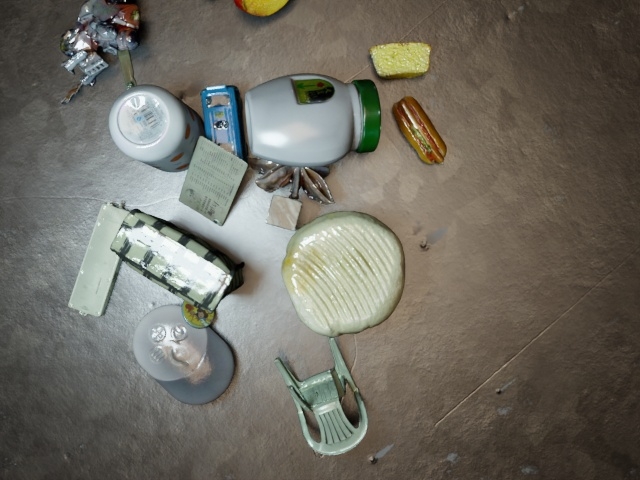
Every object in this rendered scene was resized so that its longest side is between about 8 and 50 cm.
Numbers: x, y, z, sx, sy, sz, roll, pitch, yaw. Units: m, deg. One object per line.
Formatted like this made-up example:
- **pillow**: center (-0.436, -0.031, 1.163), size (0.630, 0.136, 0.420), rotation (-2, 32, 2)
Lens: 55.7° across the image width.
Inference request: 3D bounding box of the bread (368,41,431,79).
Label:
- **bread**: center (0.237, -0.536, 1.807), size (0.187, 0.065, 0.103), rotation (-6, 93, 0)

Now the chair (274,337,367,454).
- **chair**: center (0.008, 0.463, 1.776), size (0.203, 0.190, 0.274), rotation (-24, 119, 2)

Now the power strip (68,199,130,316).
- **power strip**: center (-0.659, 0.052, 1.842), size (0.106, 0.043, 0.367), rotation (19, 92, 0)

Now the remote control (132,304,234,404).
- **remote control**: center (-0.409, 0.341, 1.814), size (0.332, 0.103, 0.221), rotation (43, 84, -2)

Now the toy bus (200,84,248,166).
- **toy bus**: center (-0.284, -0.335, 1.783), size (0.113, 0.134, 0.246), rotation (-6, 92, 1)

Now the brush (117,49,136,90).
- **brush**: center (-0.583, -0.495, 1.837), size (0.034, 0.027, 0.190), rotation (-12, 90, -1)

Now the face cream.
- **face cream**: center (-0.026, -0.341, 1.713), size (0.357, 0.219, 0.312), rotation (-5, 49, -11)

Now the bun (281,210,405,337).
- **bun**: center (0.070, 0.092, 1.744), size (0.365, 0.219, 0.365), rotation (0, 90, -1)

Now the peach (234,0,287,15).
- **peach**: center (-0.167, -0.748, 1.748), size (0.190, 0.190, 0.192), rotation (7, 79, 1)

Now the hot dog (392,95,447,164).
- **hot dog**: center (0.301, -0.324, 1.811), size (0.092, 0.062, 0.235), rotation (-37, 91, -2)

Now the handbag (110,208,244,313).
- **handbag**: center (-0.379, 0.052, 1.698), size (0.325, 0.327, 0.162), rotation (32, 93, 1)

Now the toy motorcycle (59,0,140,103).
- **toy motorcycle**: center (-0.664, -0.570, 1.785), size (0.401, 0.134, 0.207), rotation (-43, 78, 4)

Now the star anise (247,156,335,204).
- **star anise**: center (-0.089, -0.191, 1.785), size (0.257, 0.110, 0.198), rotation (5, 49, -10)

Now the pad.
- **pad**: center (-0.320, -0.166, 1.768), size (0.159, 0.009, 0.265), rotation (31, 130, 1)

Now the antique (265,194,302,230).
- **antique**: center (-0.104, -0.078, 1.761), size (0.088, 0.183, 0.086), rotation (15, 90, -3)

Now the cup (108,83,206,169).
- **cup**: center (-0.450, -0.311, 1.695), size (0.212, 0.317, 0.212), rotation (0, 91, 0)

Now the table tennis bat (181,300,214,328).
- **table tennis bat**: center (-0.371, 0.192, 1.821), size (0.100, 0.019, 0.155), rotation (3, 61, -30)
